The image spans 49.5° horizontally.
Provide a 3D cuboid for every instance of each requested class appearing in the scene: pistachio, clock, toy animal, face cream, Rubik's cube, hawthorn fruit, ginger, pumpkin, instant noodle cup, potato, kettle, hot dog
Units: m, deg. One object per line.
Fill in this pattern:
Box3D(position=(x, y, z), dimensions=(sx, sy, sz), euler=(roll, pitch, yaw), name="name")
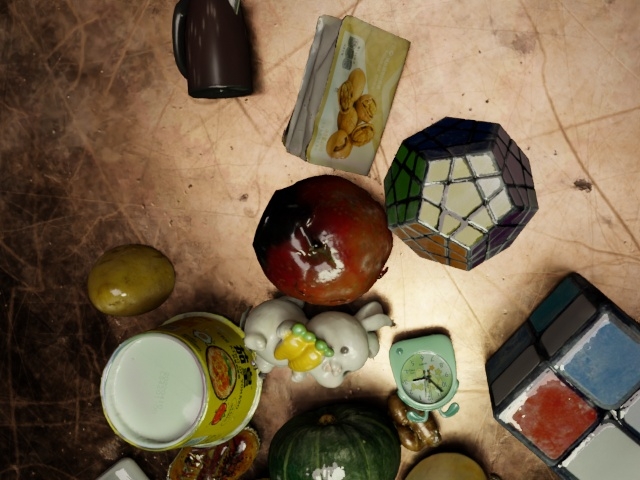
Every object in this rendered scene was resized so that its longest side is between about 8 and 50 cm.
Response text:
Box3D(position=(0.277, 0.604, 1.594), dimensions=(0.260, 0.163, 0.212), euler=(-32, 72, 24), name="pistachio")
Box3D(position=(0.237, 0.312, 1.569), dimensions=(0.148, 0.060, 0.188), euler=(-9, 74, 4), name="clock")
Box3D(position=(-0.009, 0.223, 1.544), dimensions=(0.310, 0.247, 0.183), euler=(1, 108, 19), name="toy animal")
Box3D(position=(-0.443, 0.689, 1.747), dimensions=(0.144, 0.071, 0.291), euler=(-41, 90, 13), name="face cream")
Box3D(position=(0.284, -0.097, 1.431), dimensions=(0.319, 0.319, 0.264), euler=(-7, 124, 9), name="Rubik's cube")
Box3D(position=(-0.001, -0.003, 1.477), dimensions=(0.316, 0.316, 0.316), euler=(1, 98, 8), name="hawthorn fruit")
Box3D(position=(0.206, 0.417, 1.616), dimensions=(0.103, 0.073, 0.162), euler=(-25, 81, -5), name="ginger")
Box3D(position=(0.034, 0.484, 1.537), dimensions=(0.300, 0.300, 0.207), euler=(-13, 90, 10), name="pumpkin")
Box3D(position=(-0.320, 0.323, 1.555), dimensions=(0.325, 0.254, 0.325), euler=(-1, 85, 13), name="instant noodle cup")
Box3D(position=(-0.463, 0.106, 1.630), dimensions=(0.203, 0.158, 0.178), euler=(17, 101, 2), name="potato")
Box3D(position=(-0.244, -0.437, 1.541), dimensions=(0.202, 0.144, 0.232), euler=(-2, 92, 40), name="kettle")
Box3D(position=(-0.264, 0.537, 1.696), dimensions=(0.162, 0.082, 0.270), euler=(39, 102, 3), name="hot dog")
Box3D(position=(0.556, 0.297, 1.424), dimensions=(0.316, 0.318, 0.313), euler=(41, 103, 2), name="Rubik's cube")

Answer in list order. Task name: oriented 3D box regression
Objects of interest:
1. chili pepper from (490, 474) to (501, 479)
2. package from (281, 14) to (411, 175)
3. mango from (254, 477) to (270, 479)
Box3D(position=(0.435, 0.742, 1.621), dimensions=(0.137, 0.092, 0.368), euler=(10, 97, 18), name="chili pepper")
Box3D(position=(0.037, -0.319, 1.514), dimensions=(0.165, 0.221, 0.311), euler=(28, 107, 44), name="package")
Box3D(position=(-0.146, 0.686, 1.638), dimensions=(0.211, 0.173, 0.317), euler=(49, 114, 20), name="mango")
